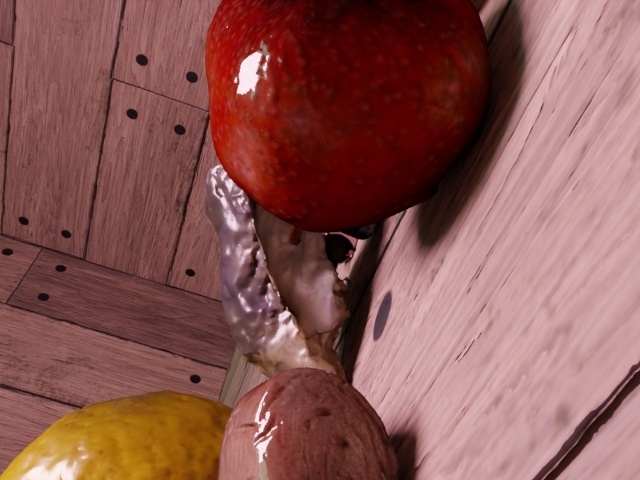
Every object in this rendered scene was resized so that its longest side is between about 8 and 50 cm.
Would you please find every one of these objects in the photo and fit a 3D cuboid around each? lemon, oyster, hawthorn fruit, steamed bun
[{"bbox_3d":[-0.141,0.253,0.617,0.310,0.254,0.253,-7,-58,-55],"label":"lemon"},{"bbox_3d":[-0.054,0.010,0.761,0.166,0.110,0.341,-14,83,61],"label":"oyster"},{"bbox_3d":[0.001,-0.101,0.595,0.230,0.210,0.266,58,138,34],"label":"hawthorn fruit"},{"bbox_3d":[-0.007,0.173,0.479,0.145,0.107,0.175,132,142,-62],"label":"steamed bun"}]

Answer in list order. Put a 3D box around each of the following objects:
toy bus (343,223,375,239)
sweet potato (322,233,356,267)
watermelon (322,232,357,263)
[{"bbox_3d":[0.047,-0.083,0.783,0.194,0.087,0.089,119,171,-57],"label":"toy bus"},{"bbox_3d":[-0.035,0.093,0.925,0.310,0.098,0.124,122,151,-57],"label":"sweet potato"},{"bbox_3d":[0.025,-0.011,0.953,0.092,0.072,0.084,0,-81,-56],"label":"watermelon"}]
